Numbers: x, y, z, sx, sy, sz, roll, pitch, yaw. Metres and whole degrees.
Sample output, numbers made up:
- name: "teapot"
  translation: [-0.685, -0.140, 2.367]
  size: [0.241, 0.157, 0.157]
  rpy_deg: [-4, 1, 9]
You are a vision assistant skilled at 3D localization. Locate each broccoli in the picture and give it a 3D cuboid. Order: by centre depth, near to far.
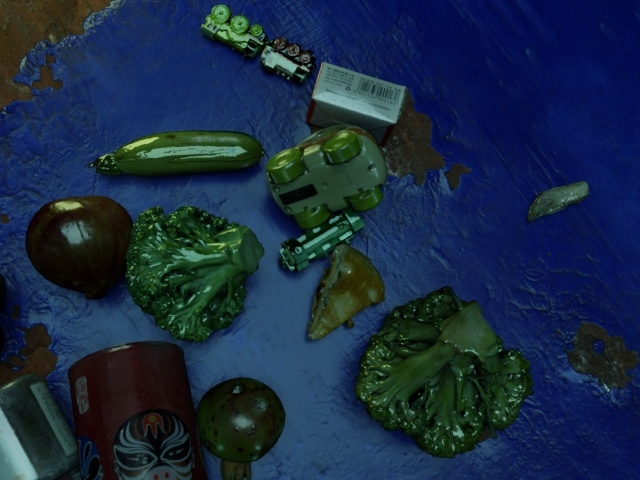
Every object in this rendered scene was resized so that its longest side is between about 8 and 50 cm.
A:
- name: "broccoli"
  translation: [0.228, 0.232, 1.250]
  size: [0.303, 0.283, 0.321]
  rpy_deg: [34, 58, 12]
- name: "broccoli"
  translation: [-0.225, 0.045, 1.262]
  size: [0.241, 0.269, 0.262]
  rpy_deg: [-9, 52, 25]

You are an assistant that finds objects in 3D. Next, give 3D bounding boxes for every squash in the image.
- name: "squash"
  translation: [-0.280, -0.171, 1.369]
  size: [0.340, 0.094, 0.095]
  rpy_deg: [-6, 79, -7]

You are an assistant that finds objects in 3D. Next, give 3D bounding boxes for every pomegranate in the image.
- name: "pomegranate"
  translation: [-0.144, 0.342, 1.252]
  size: [0.159, 0.159, 0.205]
  rpy_deg: [5, 106, -6]

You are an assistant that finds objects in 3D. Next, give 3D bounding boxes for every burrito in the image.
- name: "burrito"
  translation: [0.497, -0.087, 1.468]
  size: [0.149, 0.041, 0.055]
  rpy_deg: [-19, 94, -10]

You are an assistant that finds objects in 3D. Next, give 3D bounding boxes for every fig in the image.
- name: "fig"
  translation: [-0.428, 0.014, 1.268]
  size: [0.205, 0.205, 0.205]
  rpy_deg: [1, 78, -6]

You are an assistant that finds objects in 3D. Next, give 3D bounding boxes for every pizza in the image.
- name: "pizza"
  translation: [0.033, 0.112, 1.353]
  size: [0.194, 0.069, 0.154]
  rpy_deg: [-50, 128, -7]

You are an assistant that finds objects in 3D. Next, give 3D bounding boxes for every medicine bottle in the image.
- name: "medicine bottle"
  translation: [-0.493, 0.380, 1.187]
  size: [0.165, 0.165, 0.274]
  rpy_deg: [-29, 86, -12]

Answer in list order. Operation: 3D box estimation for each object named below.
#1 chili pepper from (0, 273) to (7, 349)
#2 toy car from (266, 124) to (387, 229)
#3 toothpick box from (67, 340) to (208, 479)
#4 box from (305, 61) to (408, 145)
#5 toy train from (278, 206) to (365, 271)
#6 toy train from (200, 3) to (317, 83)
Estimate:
- name: "chili pepper"
  translation: [-0.658, 0.149, 1.175]
  size: [0.248, 0.257, 0.234]
  rpy_deg: [-10, 74, -10]
- name: "toy car"
  translation: [0.017, -0.154, 1.344]
  size: [0.235, 0.235, 0.145]
  rpy_deg: [-37, 123, -13]
- name: "toothpick box"
  translation: [-0.295, 0.359, 1.157]
  size: [0.204, 0.204, 0.334]
  rpy_deg: [-12, 63, -9]
- name: "box"
  translation: [0.071, -0.277, 1.414]
  size: [0.182, 0.133, 0.099]
  rpy_deg: [16, 77, -1]
- name: "toy train"
  translation: [0.000, 0.000, 1.360]
  size: [0.178, 0.104, 0.071]
  rpy_deg: [-30, 87, -11]
- name: "toy train"
  translation: [-0.125, -0.406, 1.460]
  size: [0.249, 0.053, 0.085]
  rpy_deg: [28, 84, -1]
